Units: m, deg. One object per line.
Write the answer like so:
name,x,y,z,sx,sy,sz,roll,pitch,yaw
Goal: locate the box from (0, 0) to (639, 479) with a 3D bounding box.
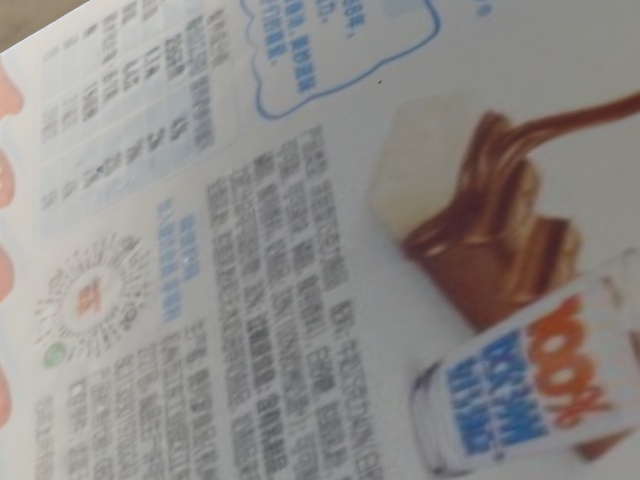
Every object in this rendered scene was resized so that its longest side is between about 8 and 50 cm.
box,0.000,0.000,0.408,0.265,0.048,0.273,-26,-134,20
